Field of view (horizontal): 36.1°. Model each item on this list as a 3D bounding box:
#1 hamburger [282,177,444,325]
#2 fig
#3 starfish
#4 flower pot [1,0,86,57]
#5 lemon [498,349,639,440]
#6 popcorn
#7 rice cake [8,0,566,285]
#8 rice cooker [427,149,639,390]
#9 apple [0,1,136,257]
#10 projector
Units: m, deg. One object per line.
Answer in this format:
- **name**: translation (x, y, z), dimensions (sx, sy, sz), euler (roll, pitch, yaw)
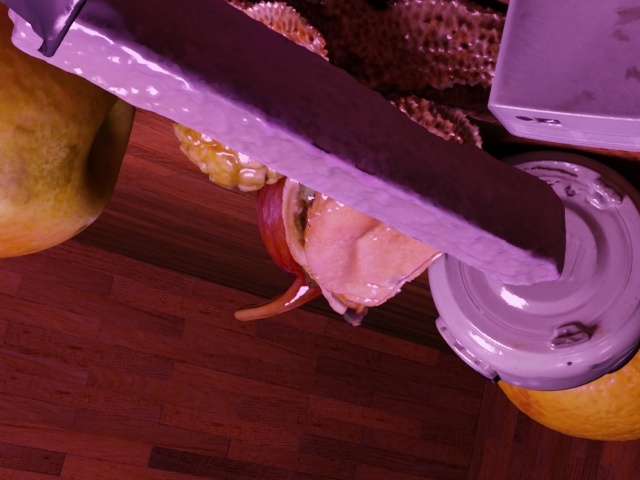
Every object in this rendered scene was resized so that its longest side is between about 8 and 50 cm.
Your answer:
- **hamburger**: translation (0.036, -0.031, 0.888), dimensions (0.155, 0.135, 0.207), euler (22, 143, -6)
- **fig**: translation (0.006, -0.003, 1.035), dimensions (0.175, 0.207, 0.175), euler (17, 165, 5)
- **starfish**: translation (0.057, -0.112, 0.686), dimensions (0.294, 0.084, 0.301), euler (18, 165, -14)
- **flower pot**: translation (-0.122, -0.172, 0.420), dimensions (0.107, 0.157, 0.157), euler (30, 166, -16)
- **lemon**: translation (0.334, 0.120, 1.193), dimensions (0.267, 0.267, 0.267), euler (13, 171, 2)
- **popcorn**: translation (-0.069, -0.104, 0.884), dimensions (0.121, 0.116, 0.106), euler (10, -146, 38)
- **rice cake**: translation (-0.007, -0.073, 0.603), dimensions (0.399, 0.070, 0.064), euler (26, 151, -21)
- **rice cooker**: translation (0.214, 0.037, 0.955), dimensions (0.226, 0.226, 0.244), euler (11, 173, 16)
- **apple**: translation (-0.262, -0.109, 0.781), dimensions (0.226, 0.246, 0.246), euler (10, 170, 15)
- **projector**: translation (0.168, -0.103, 0.480), dimensions (0.147, 0.115, 0.061), euler (9, 172, 27)
